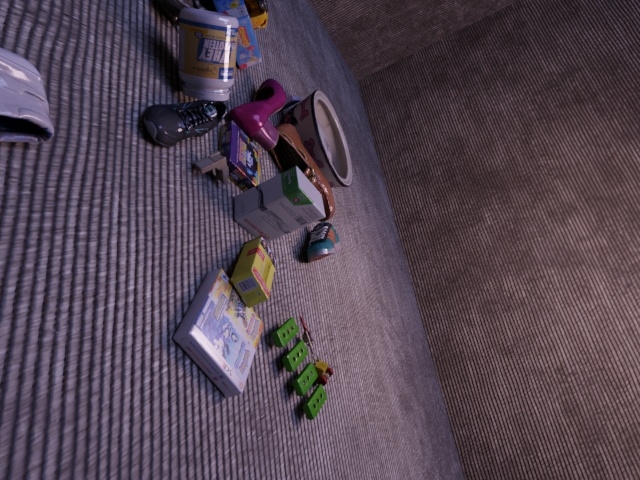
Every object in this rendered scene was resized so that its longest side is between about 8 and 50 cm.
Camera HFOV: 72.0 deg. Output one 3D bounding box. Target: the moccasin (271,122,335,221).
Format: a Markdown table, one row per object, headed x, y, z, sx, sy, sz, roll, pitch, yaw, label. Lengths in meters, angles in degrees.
| x | y | z | sx | sy | sz | roll | pitch | yaw | label |
| --- | --- | --- | --- | --- | --- | --- | --- | --- | --- |
| -0.068 | -0.233 | 1.571 | 0.380 | 0.139 | 0.147 | 66 | 26 | -17 | moccasin |

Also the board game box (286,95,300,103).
| x | y | z | sx | sy | sz | roll | pitch | yaw | label |
| --- | --- | --- | --- | --- | --- | --- | --- | --- | --- |
| -0.134 | -0.552 | 1.770 | 0.020 | 0.090 | 0.090 | 67 | 21 | -6 | board game box |

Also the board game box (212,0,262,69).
| x | y | z | sx | sy | sz | roll | pitch | yaw | label |
| --- | --- | --- | --- | --- | --- | --- | --- | --- | --- |
| -0.296 | -0.764 | 1.421 | 0.308 | 0.086 | 0.302 | 106 | -37 | -88 | board game box |

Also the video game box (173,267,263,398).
| x | y | z | sx | sy | sz | roll | pitch | yaw | label |
| --- | --- | --- | --- | --- | --- | --- | --- | --- | --- |
| -0.206 | 0.193 | 0.940 | 0.187 | 0.048 | 0.205 | 61 | 21 | -28 | video game box |

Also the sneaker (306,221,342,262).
| x | y | z | sx | sy | sz | roll | pitch | yaw | label |
| --- | --- | --- | --- | --- | --- | --- | --- | --- | --- |
| 0.000 | 0.000 | 1.578 | 0.302 | 0.108 | 0.121 | -26 | 94 | -78 | sneaker |

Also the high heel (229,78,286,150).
| x | y | z | sx | sy | sz | roll | pitch | yaw | label |
| --- | --- | --- | --- | --- | --- | --- | --- | --- | --- |
| -0.211 | -0.475 | 1.468 | 0.181 | 0.127 | 0.378 | 42 | 29 | -40 | high heel |

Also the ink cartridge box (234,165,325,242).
| x | y | z | sx | sy | sz | roll | pitch | yaw | label |
| --- | --- | --- | --- | --- | --- | --- | --- | --- | --- |
| -0.114 | -0.093 | 1.216 | 0.153 | 0.208 | 0.087 | 45 | 28 | -50 | ink cartridge box |

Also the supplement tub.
| x | y | z | sx | sy | sz | roll | pitch | yaw | label |
| --- | --- | --- | --- | --- | --- | --- | --- | --- | --- |
| -0.287 | -0.471 | 1.121 | 0.144 | 0.144 | 0.200 | -67 | 169 | -62 | supplement tub |

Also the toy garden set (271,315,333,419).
| x | y | z | sx | sy | sz | roll | pitch | yaw | label |
| --- | --- | --- | --- | --- | --- | --- | --- | --- | --- |
| -0.050 | 0.330 | 1.210 | 0.245 | 0.049 | 0.204 | 68 | 22 | -3 | toy garden set |

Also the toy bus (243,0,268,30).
| x | y | z | sx | sy | sz | roll | pitch | yaw | label |
| --- | --- | --- | --- | --- | --- | --- | --- | --- | --- |
| -0.270 | -0.896 | 1.713 | 0.211 | 0.149 | 0.221 | 53 | 23 | -77 | toy bus |

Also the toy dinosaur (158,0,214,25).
| x | y | z | sx | sy | sz | roll | pitch | yaw | label |
| --- | --- | --- | --- | --- | --- | --- | --- | --- | --- |
| -0.391 | -0.651 | 1.221 | 0.160 | 0.121 | 0.314 | 41 | 37 | -31 | toy dinosaur |

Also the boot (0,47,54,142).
| x | y | z | sx | sy | sz | roll | pitch | yaw | label |
| --- | --- | --- | --- | --- | --- | --- | --- | --- | --- |
| -0.469 | -0.205 | 0.571 | 0.124 | 0.095 | 0.258 | 65 | 18 | 8 | boot |

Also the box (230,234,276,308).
| x | y | z | sx | sy | sz | roll | pitch | yaw | label |
| --- | --- | --- | --- | --- | --- | --- | --- | --- | --- |
| -0.160 | 0.069 | 1.091 | 0.087 | 0.058 | 0.232 | 63 | 9 | -18 | box |

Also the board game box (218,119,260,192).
| x | y | z | sx | sy | sz | roll | pitch | yaw | label |
| --- | --- | --- | --- | --- | --- | --- | --- | --- | --- |
| -0.233 | -0.241 | 1.281 | 0.141 | 0.048 | 0.170 | 47 | 30 | -49 | board game box |

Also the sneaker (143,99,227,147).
| x | y | z | sx | sy | sz | roll | pitch | yaw | label |
| --- | --- | --- | --- | --- | --- | --- | --- | --- | --- |
| -0.314 | -0.296 | 1.047 | 0.101 | 0.106 | 0.267 | 65 | 22 | -16 | sneaker |

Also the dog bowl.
| x | y | z | sx | sy | sz | roll | pitch | yaw | label |
| --- | --- | --- | --- | --- | --- | --- | --- | --- | --- |
| -0.008 | -0.399 | 1.828 | 0.408 | 0.150 | 0.409 | -16 | 90 | -71 | dog bowl |

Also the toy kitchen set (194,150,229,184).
| x | y | z | sx | sy | sz | roll | pitch | yaw | label |
| --- | --- | --- | --- | --- | --- | --- | --- | --- | --- |
| -0.286 | -0.182 | 1.128 | 0.068 | 0.075 | 0.083 | 39 | -33 | 28 | toy kitchen set |
